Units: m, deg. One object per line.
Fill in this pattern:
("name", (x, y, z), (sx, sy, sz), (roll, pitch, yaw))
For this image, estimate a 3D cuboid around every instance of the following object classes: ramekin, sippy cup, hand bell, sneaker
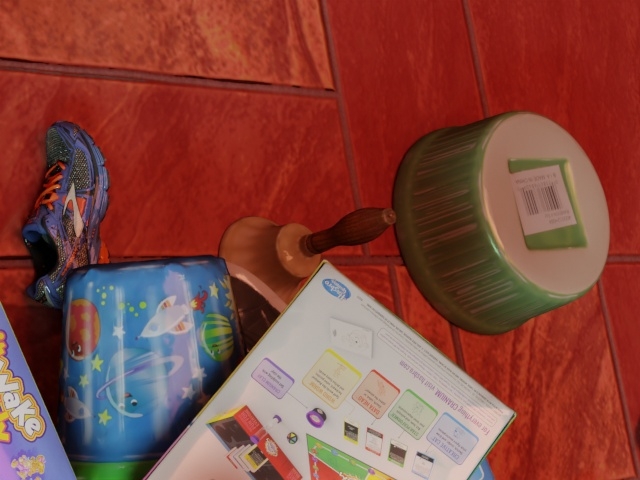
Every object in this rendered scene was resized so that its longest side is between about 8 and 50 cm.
("ramekin", (0.260, -0.032, 1.987), (0.303, 0.148, 0.303), (15, 66, -37))
("sippy cup", (-0.169, 0.130, 1.475), (0.305, 0.240, 0.224), (-4, 91, -33))
("hand bell", (0.000, 0.000, 1.688), (0.126, 0.242, 0.126), (15, 66, -36))
("sneaker", (-0.047, 0.164, 1.693), (0.295, 0.104, 0.147), (37, 57, -20))
("sneaker", (-0.280, -0.027, 1.568), (0.087, 0.083, 0.221), (4, 70, -35))

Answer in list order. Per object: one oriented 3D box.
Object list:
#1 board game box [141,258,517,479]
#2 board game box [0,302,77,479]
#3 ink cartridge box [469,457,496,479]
("board game box", (-0.002, 0.211, 1.352), (0.242, 0.064, 0.316), (39, 67, 3))
("board game box", (-0.360, 0.140, 1.335), (0.078, 0.233, 0.347), (-24, 92, -42))
("ink cartridge box", (0.106, 0.371, 1.587), (0.151, 0.270, 0.395), (-34, 111, -25))
